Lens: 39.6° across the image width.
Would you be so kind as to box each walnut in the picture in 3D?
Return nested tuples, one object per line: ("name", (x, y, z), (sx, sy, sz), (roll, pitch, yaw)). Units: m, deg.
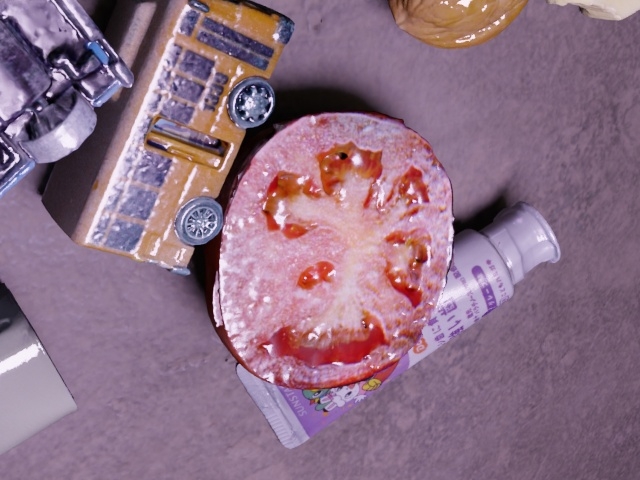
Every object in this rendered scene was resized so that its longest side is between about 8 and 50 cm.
("walnut", (0.104, -0.198, 0.659), (0.124, 0.105, 0.105), (-38, 128, -9))

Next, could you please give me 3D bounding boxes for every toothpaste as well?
("toothpaste", (0.074, 0.070, 0.788), (0.299, 0.073, 0.114), (-33, 126, -8))

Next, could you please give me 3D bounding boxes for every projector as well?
("projector", (-0.219, 0.089, 0.579), (0.082, 0.083, 0.083), (-30, 126, -19))

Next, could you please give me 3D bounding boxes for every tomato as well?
("tomato", (-0.001, 0.001, 0.684), (0.225, 0.085, 0.225), (-8, 107, -28))

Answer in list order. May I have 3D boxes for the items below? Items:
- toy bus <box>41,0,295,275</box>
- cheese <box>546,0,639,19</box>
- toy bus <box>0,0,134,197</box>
("toy bus", (-0.102, -0.082, 0.576), (0.103, 0.091, 0.182), (17, 103, -39))
("cheese", (0.222, -0.298, 0.722), (0.127, 0.050, 0.255), (-32, 124, -16))
("toy bus", (-0.233, -0.057, 0.469), (0.234, 0.133, 0.116), (-46, 132, -14))
